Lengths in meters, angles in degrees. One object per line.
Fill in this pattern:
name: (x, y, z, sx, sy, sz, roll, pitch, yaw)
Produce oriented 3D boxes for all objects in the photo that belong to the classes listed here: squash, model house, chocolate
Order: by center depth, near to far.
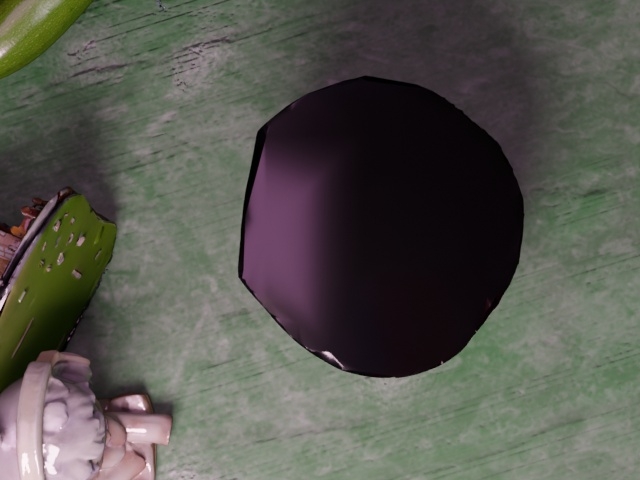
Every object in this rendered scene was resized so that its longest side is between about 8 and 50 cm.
chocolate: (0.044, -0.002, 1.222, 0.283, 0.186, 0.284, 1, 84, -13)
model house: (-0.346, 0.068, 1.241, 0.154, 0.207, 0.294, 25, 80, 13)
squash: (-0.284, -0.282, 1.374, 0.082, 0.082, 0.292, 38, 86, 11)

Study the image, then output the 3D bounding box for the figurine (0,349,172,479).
figurine: (-0.235, 0.190, 1.193, 0.141, 0.237, 0.162, -4, 74, 11)

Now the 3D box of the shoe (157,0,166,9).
shoe: (-0.140, -0.320, 1.380, 0.143, 0.064, 0.071, -37, 76, -1)
